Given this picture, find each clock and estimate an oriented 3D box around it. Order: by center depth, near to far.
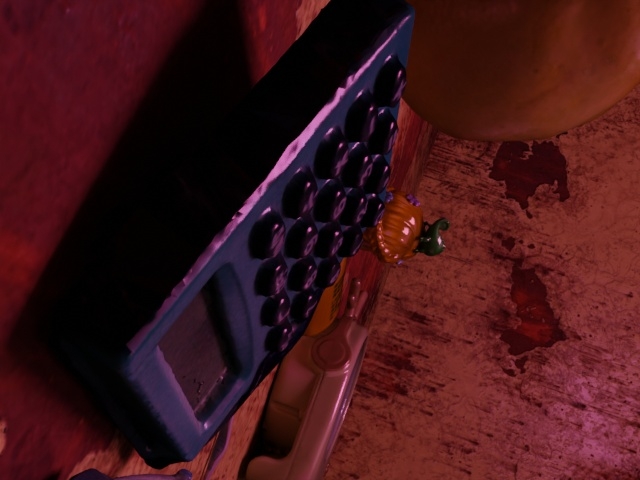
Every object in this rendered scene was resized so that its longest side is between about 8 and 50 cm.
[{"bbox_3d":[-0.003,0.202,1.107,0.235,0.096,0.308,63,46,-76],"label":"clock"}]

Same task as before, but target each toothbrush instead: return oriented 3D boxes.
[{"bbox_3d":[-0.099,0.199,0.787,0.017,0.014,0.162,3,105,-66],"label":"toothbrush"}]

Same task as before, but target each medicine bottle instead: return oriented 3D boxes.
[{"bbox_3d":[0.000,0.000,0.814,0.260,0.064,0.095,98,6,-52],"label":"medicine bottle"}]

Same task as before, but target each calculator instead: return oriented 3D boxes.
[{"bbox_3d":[-0.030,0.006,0.481,0.274,0.058,0.248,-52,165,-22],"label":"calculator"}]

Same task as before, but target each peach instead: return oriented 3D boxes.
[{"bbox_3d":[0.205,-0.258,0.779,0.281,0.314,0.316,-12,103,-56],"label":"peach"}]

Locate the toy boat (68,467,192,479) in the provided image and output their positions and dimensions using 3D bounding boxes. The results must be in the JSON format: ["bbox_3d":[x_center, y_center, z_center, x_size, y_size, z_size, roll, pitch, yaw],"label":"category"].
[{"bbox_3d":[-0.113,0.162,0.444,0.059,0.069,0.173,-63,166,1],"label":"toy boat"}]

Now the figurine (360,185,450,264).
[{"bbox_3d":[0.078,-0.030,0.930,0.115,0.156,0.095,101,12,-52],"label":"figurine"}]
